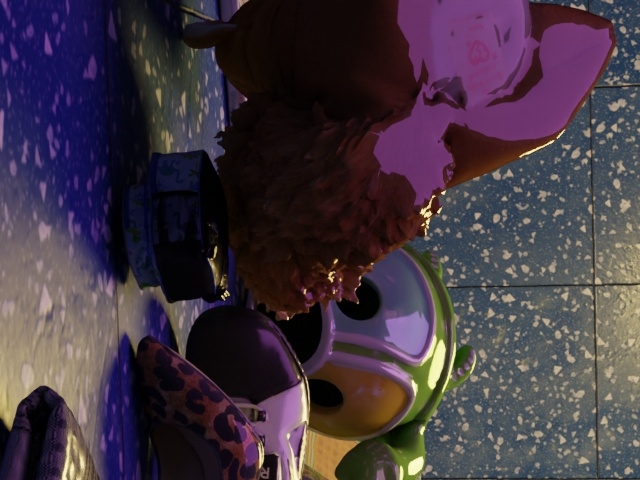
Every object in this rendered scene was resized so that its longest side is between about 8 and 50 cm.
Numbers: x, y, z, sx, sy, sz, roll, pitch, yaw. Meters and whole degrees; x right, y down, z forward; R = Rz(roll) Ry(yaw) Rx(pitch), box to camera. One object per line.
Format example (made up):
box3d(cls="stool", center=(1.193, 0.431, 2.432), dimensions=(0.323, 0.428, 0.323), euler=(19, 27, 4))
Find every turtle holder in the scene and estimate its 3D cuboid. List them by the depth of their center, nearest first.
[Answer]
box3d(cls="turtle holder", center=(0.023, 0.140, 1.661), dimensions=(0.227, 0.243, 0.320), euler=(16, 80, -54))

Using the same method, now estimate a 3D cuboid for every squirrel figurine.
box3d(cls="squirrel figurine", center=(0.004, -0.135, 1.274), dimensions=(0.281, 0.370, 0.397), euler=(36, 73, -32))

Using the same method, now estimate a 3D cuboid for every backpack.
box3d(cls="backpack", center=(-0.121, -0.016, 1.165), dimensions=(0.105, 0.084, 0.114), euler=(81, 7, -62))

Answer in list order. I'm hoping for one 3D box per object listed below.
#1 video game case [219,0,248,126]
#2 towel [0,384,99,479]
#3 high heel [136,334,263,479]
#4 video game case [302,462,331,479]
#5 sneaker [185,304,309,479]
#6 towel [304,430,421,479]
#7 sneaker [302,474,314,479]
box3d(cls="video game case", center=(-0.080, -0.209, 1.677), dimensions=(0.227, 0.026, 0.206), euler=(-64, 151, -72))
box3d(cls="towel", center=(-0.177, 0.311, 0.907), dimensions=(0.312, 0.056, 0.324), euler=(83, 8, -51))
box3d(cls="high heel", center=(-0.129, 0.227, 1.178), dimensions=(0.186, 0.093, 0.261), euler=(-42, 114, -38))
box3d(cls="video game case", center=(-0.042, 0.256, 1.592), dimensions=(0.011, 0.122, 0.087), euler=(-58, 174, 7))
box3d(cls="sneaker", center=(-0.073, 0.229, 1.328), dimensions=(0.146, 0.122, 0.330), euler=(-73, 160, -70))
box3d(cls="towel", center=(0.049, 0.365, 1.943), dimensions=(0.271, 0.040, 0.370), euler=(38, 38, -30))
box3d(cls="sneaker", center=(-0.015, 0.324, 1.463), dimensions=(0.118, 0.222, 0.083), euler=(-60, 168, -46))
